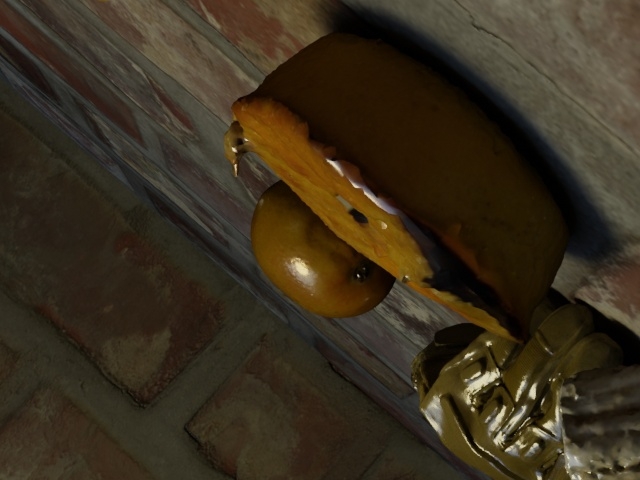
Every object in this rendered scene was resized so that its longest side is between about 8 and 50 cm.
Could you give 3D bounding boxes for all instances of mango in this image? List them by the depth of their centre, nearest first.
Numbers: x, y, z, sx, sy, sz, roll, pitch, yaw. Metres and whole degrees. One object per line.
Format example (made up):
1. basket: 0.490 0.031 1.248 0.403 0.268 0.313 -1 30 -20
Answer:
1. mango: 0.004 0.004 1.366 0.151 0.120 0.221 44 179 0

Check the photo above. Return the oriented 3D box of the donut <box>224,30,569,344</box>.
1. donut: 0.053 -0.030 0.945 0.253 0.118 0.253 41 170 9

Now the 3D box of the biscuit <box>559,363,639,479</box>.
1. biscuit: 0.268 0.183 1.019 0.144 0.078 0.426 -9 154 15

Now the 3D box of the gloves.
1. gloves: 0.169 0.134 1.193 0.154 0.141 0.331 44 172 -10
